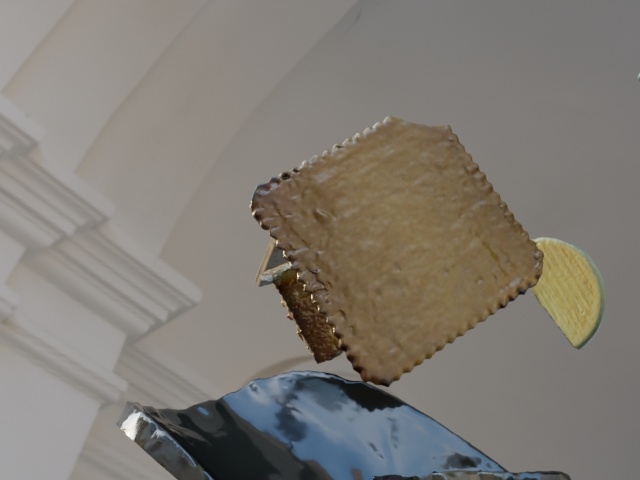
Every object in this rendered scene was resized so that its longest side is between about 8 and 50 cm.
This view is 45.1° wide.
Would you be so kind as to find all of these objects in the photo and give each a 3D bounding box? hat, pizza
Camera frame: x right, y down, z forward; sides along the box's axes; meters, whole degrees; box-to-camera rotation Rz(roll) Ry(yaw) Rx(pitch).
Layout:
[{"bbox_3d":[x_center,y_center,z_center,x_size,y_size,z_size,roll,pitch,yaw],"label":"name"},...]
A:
[{"bbox_3d":[0.014,0.254,0.599,0.381,0.257,0.366,1,-2,40],"label":"hat"},{"bbox_3d":[0.010,0.079,0.907,0.178,0.041,0.131,-5,-75,-26],"label":"pizza"}]

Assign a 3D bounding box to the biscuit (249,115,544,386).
[{"bbox_3d":[0.081,-0.006,0.765,0.232,0.237,0.013,56,-20,9],"label":"biscuit"}]

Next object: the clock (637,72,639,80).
[{"bbox_3d":[0.430,-0.171,0.689,0.274,0.094,0.223,-10,-18,-17],"label":"clock"}]

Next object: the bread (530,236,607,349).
[{"bbox_3d":[0.391,0.063,1.221,0.036,0.193,0.112,-2,-40,-47],"label":"bread"}]

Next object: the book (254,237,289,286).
[{"bbox_3d":[0.000,0.000,0.974,0.138,0.016,0.199,-9,-26,-21],"label":"book"}]
